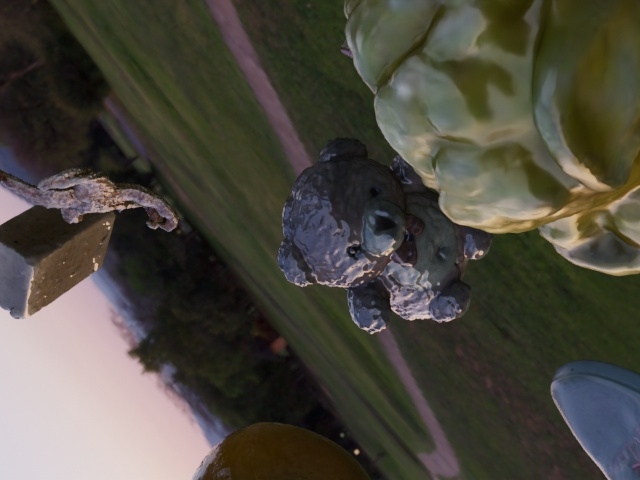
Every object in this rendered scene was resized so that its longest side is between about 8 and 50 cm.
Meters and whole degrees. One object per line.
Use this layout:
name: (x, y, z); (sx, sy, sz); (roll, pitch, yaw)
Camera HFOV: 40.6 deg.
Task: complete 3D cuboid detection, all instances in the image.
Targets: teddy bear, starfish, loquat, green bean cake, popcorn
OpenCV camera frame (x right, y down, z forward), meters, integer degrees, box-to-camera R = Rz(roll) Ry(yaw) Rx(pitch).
teddy bear: (0.080, -0.006, 1.048); (0.267, 0.236, 0.151); (30, 166, -40)
starfish: (-0.255, -0.054, 0.956); (0.150, 0.209, 0.053); (-34, 53, 53)
loquat: (-0.049, 0.365, 1.116); (0.263, 0.263, 0.263); (47, 168, 14)
green bean cake: (-0.363, 0.014, 1.155); (0.085, 0.179, 0.109); (29, 126, 11)
popcorn: (0.164, -0.132, 0.700); (0.334, 0.292, 0.293); (8, -176, -37)

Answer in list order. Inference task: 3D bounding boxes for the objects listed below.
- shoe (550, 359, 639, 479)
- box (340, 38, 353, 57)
shoe: (0.229, 0.151, 0.564); (0.195, 0.078, 0.079); (26, 155, 29)
box: (0.145, -0.267, 1.353); (0.224, 0.069, 0.120); (28, -169, -14)
